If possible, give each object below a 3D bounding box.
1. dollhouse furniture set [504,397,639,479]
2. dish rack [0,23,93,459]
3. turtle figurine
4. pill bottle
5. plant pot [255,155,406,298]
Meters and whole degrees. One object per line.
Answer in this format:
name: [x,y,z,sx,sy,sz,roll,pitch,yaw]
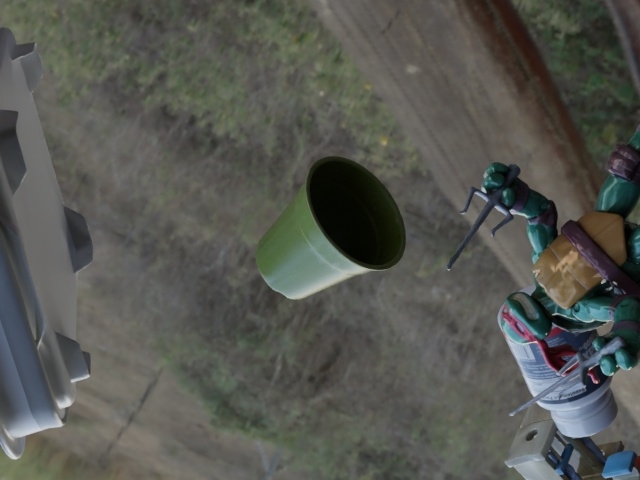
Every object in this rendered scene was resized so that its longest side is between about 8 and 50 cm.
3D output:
dollhouse furniture set: [0.367,0.267,1.457,0.129,0.129,0.184,47,139,-15]
dish rack: [-0.235,-0.026,0.864,0.072,0.333,0.285,-12,115,-5]
turtle figurine: [0.189,0.006,0.795,0.175,0.234,0.118,48,-170,23]
pill bottle: [0.301,0.149,1.389,0.108,0.108,0.180,-5,120,46]
plant pot: [0.000,0.000,0.738,0.083,0.083,0.079,33,134,-22]
